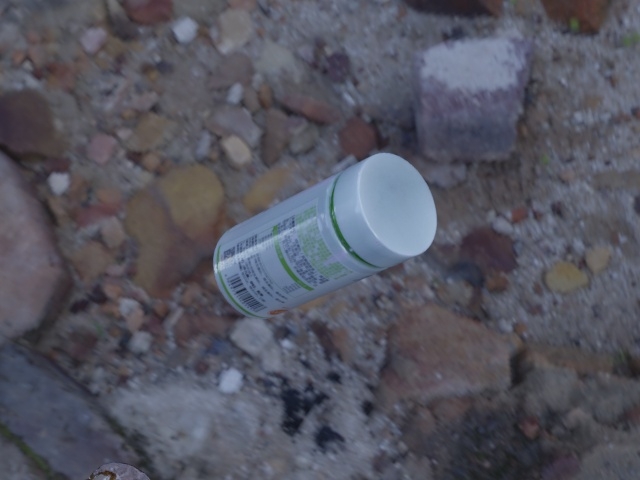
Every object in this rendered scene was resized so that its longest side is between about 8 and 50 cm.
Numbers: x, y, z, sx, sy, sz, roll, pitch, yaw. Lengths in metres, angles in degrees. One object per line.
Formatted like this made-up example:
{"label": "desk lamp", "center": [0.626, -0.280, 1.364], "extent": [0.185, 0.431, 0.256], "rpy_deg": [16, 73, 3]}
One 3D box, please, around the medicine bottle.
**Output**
{"label": "medicine bottle", "center": [0.000, 0.000, 1.170], "extent": [0.183, 0.086, 0.086], "rpy_deg": [-24, 62, 44]}

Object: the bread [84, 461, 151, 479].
{"label": "bread", "center": [-0.212, 0.366, 1.537], "extent": [0.232, 0.135, 0.247], "rpy_deg": [-23, 79, -13]}
